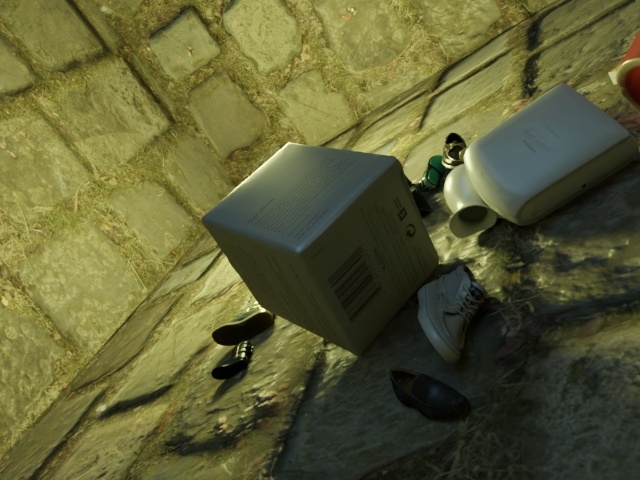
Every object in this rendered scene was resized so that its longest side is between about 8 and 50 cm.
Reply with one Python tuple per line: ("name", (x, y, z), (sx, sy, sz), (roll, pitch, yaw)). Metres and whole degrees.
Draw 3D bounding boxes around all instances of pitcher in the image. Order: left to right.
("pitcher", (0.400, -0.109, 1.419), (0.178, 0.125, 0.207), (-10, 36, 15))

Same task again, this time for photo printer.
("photo printer", (0.492, -0.188, 1.283), (0.307, 0.107, 0.256), (-33, 46, 9))

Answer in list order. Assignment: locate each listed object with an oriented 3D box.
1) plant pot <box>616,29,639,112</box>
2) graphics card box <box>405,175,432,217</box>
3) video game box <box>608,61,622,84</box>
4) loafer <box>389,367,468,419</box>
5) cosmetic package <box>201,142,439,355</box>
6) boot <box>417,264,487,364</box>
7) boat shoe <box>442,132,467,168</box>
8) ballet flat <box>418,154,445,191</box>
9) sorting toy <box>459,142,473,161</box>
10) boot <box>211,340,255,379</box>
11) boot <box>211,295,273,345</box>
("plant pot", (0.775, -0.390, 1.181), (0.243, 0.275, 0.275), (-47, 18, -4))
("graphics card box", (0.201, -0.114, 1.831), (0.233, 0.094, 0.371), (-34, 16, 8))
("video game box", (0.910, -0.495, 1.512), (0.205, 0.048, 0.187), (-38, 15, -3))
("loafer", (0.175, 0.256, 0.967), (0.062, 0.061, 0.170), (-45, 19, -26))
("cosmetic package", (0.000, 0.000, 1.368), (0.394, 0.329, 0.327), (18, 55, 47))
("boot", (0.258, 0.124, 1.087), (0.123, 0.095, 0.258), (-39, 15, 17))
("boat shoe", (0.430, -0.288, 1.832), (0.081, 0.068, 0.228), (2, 25, 5))
("ballet flat", (0.357, -0.216, 1.851), (0.070, 0.070, 0.188), (-24, 18, 37))
("sorting toy", (0.539, -0.292, 1.562), (0.307, 0.041, 0.229), (-32, -13, 24))
("boot", (-0.246, 0.336, 1.617), (0.121, 0.045, 0.099), (-26, 21, 11))
("boot", (-0.230, 0.238, 1.790), (0.213, 0.077, 0.165), (-26, 20, 17))
